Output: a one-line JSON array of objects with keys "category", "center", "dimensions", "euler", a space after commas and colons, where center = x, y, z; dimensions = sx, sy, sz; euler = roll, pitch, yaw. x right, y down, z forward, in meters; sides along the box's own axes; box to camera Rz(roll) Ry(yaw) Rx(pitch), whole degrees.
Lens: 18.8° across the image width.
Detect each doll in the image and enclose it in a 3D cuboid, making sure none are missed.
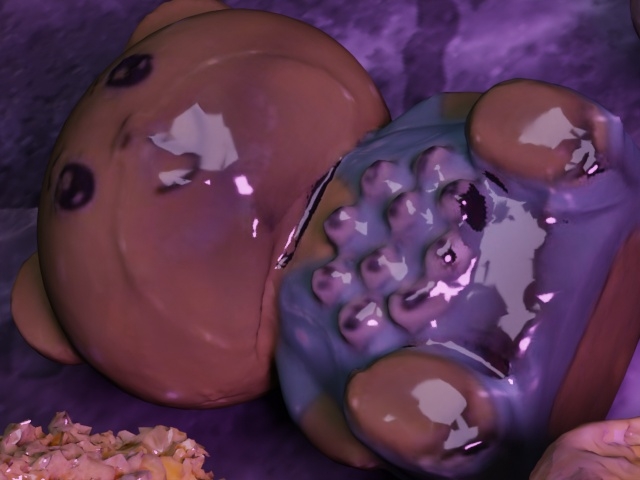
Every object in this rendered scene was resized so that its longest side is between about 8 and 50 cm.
[{"category": "doll", "center": [0.000, 0.000, 0.799], "dimensions": [0.260, 0.161, 0.177], "euler": [19, 81, 27]}]

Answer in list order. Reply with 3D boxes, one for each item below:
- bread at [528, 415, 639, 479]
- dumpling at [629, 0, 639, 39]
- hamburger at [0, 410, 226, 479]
[{"category": "bread", "center": [0.139, 0.154, 0.615], "dimensions": [0.197, 0.170, 0.197], "euler": [7, 25, -4]}, {"category": "dumpling", "center": [0.200, -0.130, 0.864], "dimensions": [0.118, 0.136, 0.199], "euler": [5, 64, 12]}, {"category": "hamburger", "center": [-0.052, 0.161, 0.651], "dimensions": [0.139, 0.261, 0.243], "euler": [-54, 45, 14]}]
